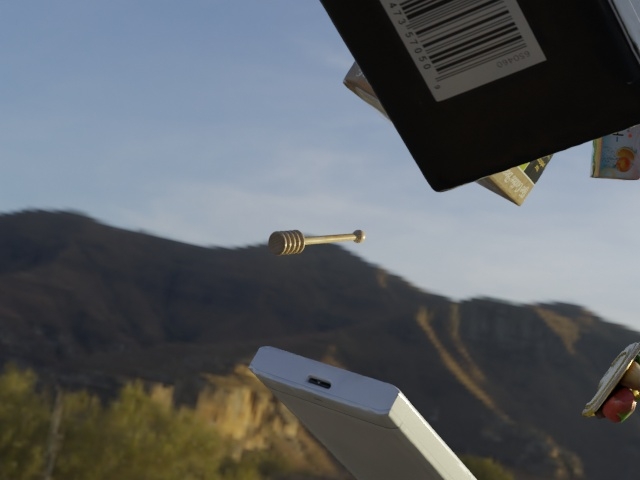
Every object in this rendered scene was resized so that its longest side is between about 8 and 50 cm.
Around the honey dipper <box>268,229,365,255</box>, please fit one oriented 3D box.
[{"bbox_3d":[0.000,0.000,1.533,0.030,0.030,0.160,3,4,42],"label":"honey dipper"}]

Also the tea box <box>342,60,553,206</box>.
[{"bbox_3d":[0.247,-0.260,1.711,0.220,0.324,0.329,33,2,23],"label":"tea box"}]

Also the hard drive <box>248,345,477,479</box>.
[{"bbox_3d":[0.081,0.271,1.613,0.233,0.047,0.353,12,-27,40],"label":"hard drive"}]

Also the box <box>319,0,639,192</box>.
[{"bbox_3d":[0.162,-0.285,1.053,0.212,0.395,0.293,-19,-63,31],"label":"box"}]

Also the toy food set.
[{"bbox_3d":[0.439,0.216,1.736,0.071,0.128,0.218,35,-1,10],"label":"toy food set"}]

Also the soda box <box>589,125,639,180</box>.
[{"bbox_3d":[0.398,-0.172,1.614,0.058,0.183,0.063,5,1,1],"label":"soda box"}]
